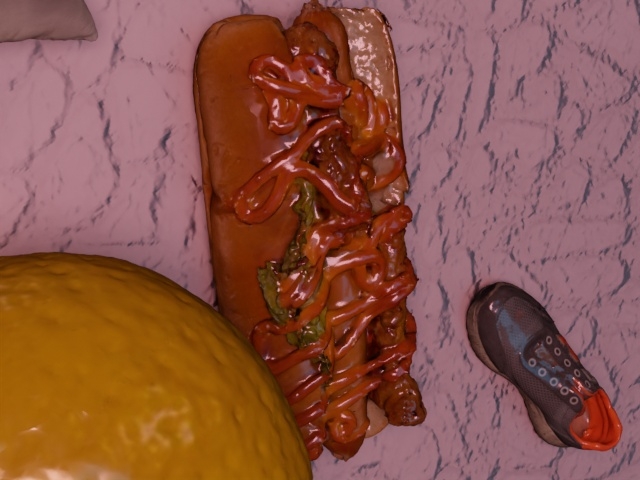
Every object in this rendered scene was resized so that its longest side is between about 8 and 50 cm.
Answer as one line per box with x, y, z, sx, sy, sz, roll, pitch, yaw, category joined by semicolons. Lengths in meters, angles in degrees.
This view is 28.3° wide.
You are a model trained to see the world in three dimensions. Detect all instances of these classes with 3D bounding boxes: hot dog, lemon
0.000;0.000;0.921;0.158;0.117;0.349;-12;106;-31;hot dog
-0.170;0.162;0.733;0.336;0.336;0.336;-7;103;-32;lemon

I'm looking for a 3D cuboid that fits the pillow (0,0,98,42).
-0.225;-0.226;0.746;0.144;0.078;0.254;-25;109;-41;pillow

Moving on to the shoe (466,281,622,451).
0.200;0.111;1.097;0.074;0.077;0.194;-45;120;-18;shoe
